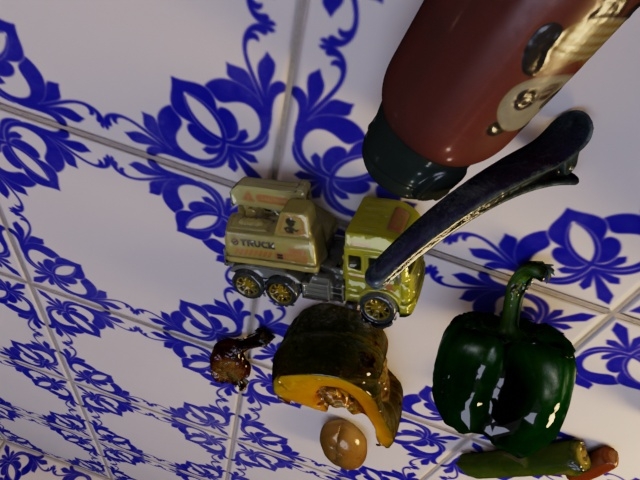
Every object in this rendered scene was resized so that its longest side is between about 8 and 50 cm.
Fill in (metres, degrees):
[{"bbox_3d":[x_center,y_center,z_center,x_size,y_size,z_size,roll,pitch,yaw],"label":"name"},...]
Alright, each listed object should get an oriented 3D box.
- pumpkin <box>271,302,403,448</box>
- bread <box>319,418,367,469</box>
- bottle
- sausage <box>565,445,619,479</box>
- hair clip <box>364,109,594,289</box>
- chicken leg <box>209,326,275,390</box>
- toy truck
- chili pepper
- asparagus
[{"bbox_3d":[0.031,0.246,0.935,0.189,0.139,0.281,-4,131,21],"label":"pumpkin"},{"bbox_3d":[0.054,0.486,1.239,0.114,0.077,0.189,3,134,13],"label":"bread"},{"bbox_3d":[0.143,-0.164,0.446,0.143,0.144,0.336,26,142,-6],"label":"bottle"},{"bbox_3d":[0.519,0.428,1.009,0.041,0.039,0.131,26,138,4],"label":"sausage"},{"bbox_3d":[0.153,-0.039,0.514,0.048,0.275,0.083,49,159,37],"label":"hair clip"},{"bbox_3d":[-0.170,0.239,1.079,0.105,0.051,0.253,22,139,-11],"label":"chicken leg"},{"bbox_3d":[0.000,0.000,0.696,0.272,0.124,0.157,9,128,18],"label":"toy truck"},{"bbox_3d":[0.262,0.153,0.728,0.173,0.261,0.165,15,-177,30],"label":"chili pepper"},{"bbox_3d":[0.399,0.446,1.061,0.067,0.060,0.277,29,140,-26],"label":"asparagus"}]
